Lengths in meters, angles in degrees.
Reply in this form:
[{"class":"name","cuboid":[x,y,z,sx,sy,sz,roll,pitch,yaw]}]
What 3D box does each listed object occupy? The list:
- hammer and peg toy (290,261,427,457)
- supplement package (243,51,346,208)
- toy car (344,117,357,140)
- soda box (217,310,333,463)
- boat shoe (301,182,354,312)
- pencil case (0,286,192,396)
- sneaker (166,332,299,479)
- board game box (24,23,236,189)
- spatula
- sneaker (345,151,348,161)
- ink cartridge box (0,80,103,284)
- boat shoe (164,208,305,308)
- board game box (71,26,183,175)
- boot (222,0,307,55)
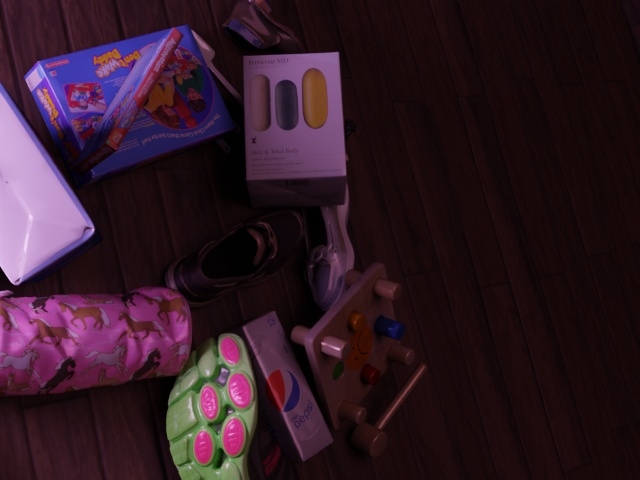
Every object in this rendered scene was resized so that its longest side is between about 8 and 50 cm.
[{"class":"hammer and peg toy","cuboid":[0.083,0.248,2.005,0.266,0.127,0.361,-46,137,-35]},{"class":"supplement package","cuboid":[-0.053,-0.220,2.007,0.199,0.198,0.263,-3,75,-1]},{"class":"toy car","cuboid":[0.025,-0.272,2.256,0.122,0.040,0.060,35,61,-22]},{"class":"soda box","cuboid":[-0.088,0.289,1.915,0.091,0.098,0.286,-24,91,-42]},{"class":"boat shoe","cuboid":[0.001,-0.002,2.091,0.103,0.118,0.320,13,64,-27]},{"class":"pencil case","cuboid":[-0.405,0.164,1.662,0.386,0.160,0.167,0,110,-40]},{"class":"sneaker","cuboid":[-0.148,0.408,1.782,0.202,0.185,0.483,2,77,-76]},{"class":"board game box","cuboid":[-0.358,-0.264,1.897,0.347,0.078,0.233,-25,91,-40]},{"class":"spatula","cuboid":[-0.238,-0.313,2.065,0.242,0.019,0.168,47,50,-16]},{"class":"sneaker","cuboid":[-0.008,-0.201,2.189,0.152,0.058,0.085,-16,83,-40]},{"class":"ink cartridge box","cuboid":[-0.483,-0.078,1.583,0.151,0.395,0.270,-33,95,-12]},{"class":"boat shoe","cuboid":[-0.140,0.028,1.944,0.355,0.130,0.132,-34,97,-42]},{"class":"board game box","cuboid":[-0.343,-0.249,1.758,0.027,0.145,0.281,37,57,-22]},{"class":"boot","cuboid":[-0.122,-0.441,2.189,0.219,0.082,0.106,47,72,-22]}]
